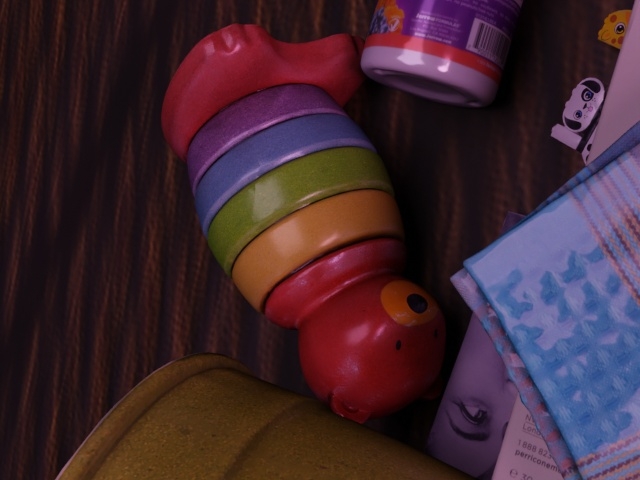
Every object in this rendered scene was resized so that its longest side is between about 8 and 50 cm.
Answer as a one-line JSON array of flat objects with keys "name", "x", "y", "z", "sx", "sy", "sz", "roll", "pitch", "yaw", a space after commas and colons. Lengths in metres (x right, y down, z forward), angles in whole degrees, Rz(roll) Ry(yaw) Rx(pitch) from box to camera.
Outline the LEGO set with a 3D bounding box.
[{"name": "LEGO set", "x": 0.228, "y": -0.154, "z": 0.674, "sx": 0.093, "sy": 0.087, "sz": 0.227, "roll": 39, "pitch": 111, "yaw": 41}]

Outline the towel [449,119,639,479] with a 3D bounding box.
[{"name": "towel", "x": 0.229, "y": 0.076, "z": 0.393, "sx": 0.271, "sy": 0.040, "sz": 0.370, "roll": -41, "pitch": 54, "yaw": 24}]

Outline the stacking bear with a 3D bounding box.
[{"name": "stacking bear", "x": 0.000, "y": 0.000, "z": 0.777, "sx": 0.164, "sy": 0.175, "sz": 0.289, "roll": -44, "pitch": 63, "yaw": 40}]

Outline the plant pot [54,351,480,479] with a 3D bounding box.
[{"name": "plant pot", "x": 0.051, "y": 0.282, "z": 0.545, "sx": 0.353, "sy": 0.366, "sz": 0.366, "roll": 13, "pitch": 87, "yaw": 19}]

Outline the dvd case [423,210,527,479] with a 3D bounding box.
[{"name": "dvd case", "x": 0.165, "y": 0.104, "z": 0.702, "sx": 0.164, "sy": 0.018, "sz": 0.221, "roll": 20, "pitch": 93, "yaw": 40}]

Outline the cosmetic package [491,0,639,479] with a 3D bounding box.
[{"name": "cosmetic package", "x": 0.218, "y": 0.011, "z": 0.563, "sx": 0.113, "sy": 0.160, "sz": 0.309, "roll": 19, "pitch": 95, "yaw": 39}]

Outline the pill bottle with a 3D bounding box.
[{"name": "pill bottle", "x": 0.106, "y": -0.208, "z": 0.766, "sx": 0.108, "sy": 0.108, "sz": 0.193, "roll": 15, "pitch": 89, "yaw": 40}]
